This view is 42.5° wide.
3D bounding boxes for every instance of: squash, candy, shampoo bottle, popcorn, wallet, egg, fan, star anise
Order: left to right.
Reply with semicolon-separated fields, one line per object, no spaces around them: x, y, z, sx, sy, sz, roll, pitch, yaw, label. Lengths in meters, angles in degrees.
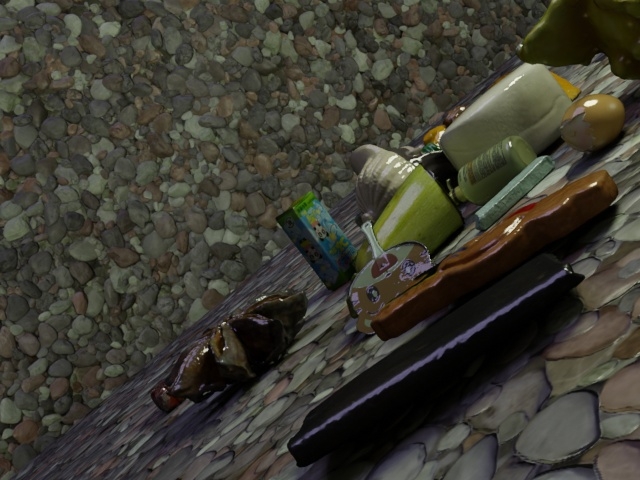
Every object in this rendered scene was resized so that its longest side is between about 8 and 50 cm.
-0.153;0.200;1.548;0.332;0.117;0.331;-29;8;4;star anise
0.000;0.000;1.735;0.062;0.194;0.097;-33;7;35;candy
0.095;0.038;1.250;0.152;0.008;0.226;-37;35;12;fan
0.133;0.001;1.342;0.287;0.137;0.137;-48;9;-27;squash
0.114;0.117;0.826;0.321;0.044;0.170;-34;-3;7;wallet
0.282;-0.106;1.383;0.162;0.079;0.079;-35;7;40;shampoo bottle
0.396;-0.173;1.189;0.096;0.080;0.080;-44;7;-22;egg
0.486;-0.412;1.284;0.321;0.325;0.290;-34;3;-17;popcorn

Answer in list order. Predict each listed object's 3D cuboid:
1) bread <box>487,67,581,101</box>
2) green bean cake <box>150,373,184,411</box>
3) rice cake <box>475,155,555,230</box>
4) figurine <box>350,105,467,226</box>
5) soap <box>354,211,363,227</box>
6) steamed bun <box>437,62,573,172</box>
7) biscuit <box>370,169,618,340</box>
0.422;-0.295;1.730;0.129;0.134;0.260;-39;6;-12;bread
-0.324;0.329;1.881;0.136;0.056;0.135;-40;7;-20;green bean cake
0.300;-0.075;1.282;0.171;0.029;0.033;-41;12;-17;rice cake
0.222;-0.131;1.589;0.332;0.185;0.204;-22;31;3;figurine
0.217;-0.111;1.805;0.274;0.089;0.173;-40;5;-22;soap
0.343;-0.211;1.476;0.242;0.146;0.164;-39;3;-16;steamed bun
0.201;0.014;0.989;0.334;0.047;0.202;-35;-1;33;biscuit
